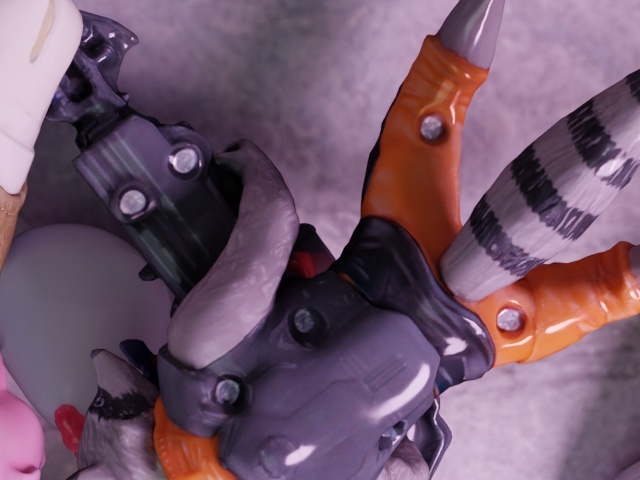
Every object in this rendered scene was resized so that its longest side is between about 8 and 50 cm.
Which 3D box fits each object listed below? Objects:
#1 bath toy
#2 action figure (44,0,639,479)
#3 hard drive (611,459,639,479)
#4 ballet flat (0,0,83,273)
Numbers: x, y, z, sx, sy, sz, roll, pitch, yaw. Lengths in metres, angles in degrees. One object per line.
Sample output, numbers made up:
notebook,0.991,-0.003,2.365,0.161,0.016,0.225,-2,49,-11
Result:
bath toy,-0.225,0.119,0.694,0.348,0.129,0.151,-29,145,20
action figure,0.000,0.000,0.554,0.330,0.178,0.341,-43,103,5
hard drive,0.323,0.139,0.576,0.233,0.047,0.353,43,140,3
ballet flat,-0.178,-0.118,0.524,0.124,0.116,0.342,-22,80,0
